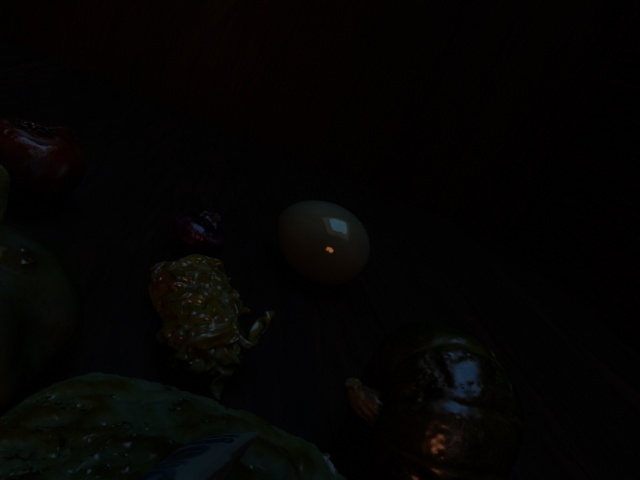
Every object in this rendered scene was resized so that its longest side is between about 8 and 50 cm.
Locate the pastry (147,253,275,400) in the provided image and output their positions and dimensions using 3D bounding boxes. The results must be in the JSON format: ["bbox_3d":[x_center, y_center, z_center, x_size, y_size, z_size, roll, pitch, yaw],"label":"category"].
[{"bbox_3d":[-0.169,0.114,0.679,0.154,0.103,0.250,8,24,-35],"label":"pastry"}]

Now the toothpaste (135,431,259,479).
[{"bbox_3d":[-0.102,0.152,0.223,0.239,0.062,0.039,-9,81,-74],"label":"toothpaste"}]

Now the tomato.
[{"bbox_3d":[-0.530,-0.144,0.821,0.187,0.152,0.187,19,24,-9],"label":"tomato"}]

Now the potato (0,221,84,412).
[{"bbox_3d":[-0.358,0.072,0.426,0.218,0.203,0.351,12,6,-2],"label":"potato"}]

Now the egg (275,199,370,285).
[{"bbox_3d":[0.000,0.000,1.060,0.253,0.189,0.188,35,21,34],"label":"egg"}]

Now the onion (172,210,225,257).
[{"bbox_3d":[-0.246,-0.018,0.927,0.115,0.104,0.115,41,9,-8],"label":"onion"}]

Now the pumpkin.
[{"bbox_3d":[0.110,0.215,0.544,0.189,0.260,0.260,21,20,-12],"label":"pumpkin"}]

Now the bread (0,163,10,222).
[{"bbox_3d":[-0.516,-0.052,0.576,0.197,0.171,0.197,23,7,-3],"label":"bread"}]

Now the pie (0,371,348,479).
[{"bbox_3d":[-0.107,0.247,0.308,0.395,0.181,0.418,20,14,-11],"label":"pie"}]
